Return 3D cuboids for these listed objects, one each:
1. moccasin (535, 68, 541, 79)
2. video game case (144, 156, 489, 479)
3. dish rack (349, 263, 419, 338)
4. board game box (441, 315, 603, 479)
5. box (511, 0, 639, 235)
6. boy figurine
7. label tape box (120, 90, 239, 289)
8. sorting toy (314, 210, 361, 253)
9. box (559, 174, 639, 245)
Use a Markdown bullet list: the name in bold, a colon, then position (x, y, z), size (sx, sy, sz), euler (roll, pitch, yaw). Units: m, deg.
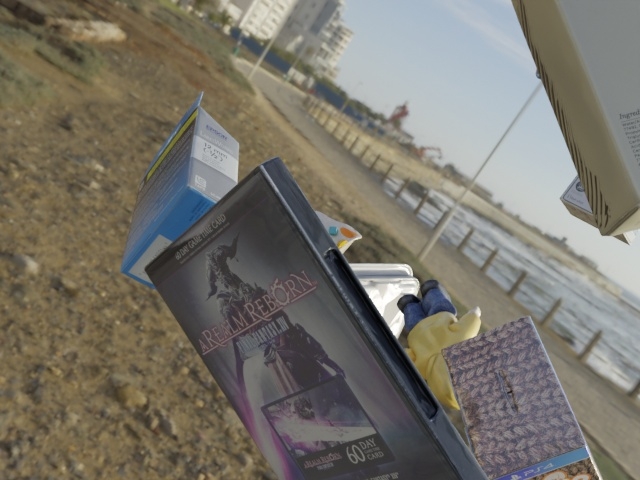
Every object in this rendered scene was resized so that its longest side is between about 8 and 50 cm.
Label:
- **moccasin**: position (0.471, -0.407, 1.308), size (0.137, 0.342, 0.117), euler (14, -36, 20)
- **video game case**: position (-0.014, 0.098, 0.568), size (0.026, 0.196, 0.274), euler (-33, 90, -43)
- **dish rack**: position (0.080, 0.209, 1.609), size (0.285, 0.333, 0.072), euler (3, 25, -44)
- **board game box**: position (0.314, 0.301, 1.106), size (0.291, 0.141, 0.232), euler (57, 15, -37)
- **box**: position (0.280, -0.152, 0.708), size (0.094, 0.113, 0.275), euler (88, -11, -71)
- **boy figurine**: position (0.221, 0.185, 1.369), size (0.092, 0.177, 0.285), euler (47, 15, -28)
- **label tape box**: position (-0.271, -0.103, 1.505), size (0.115, 0.249, 0.348), euler (30, 31, -24)
- **sorting toy**: position (0.000, 0.000, 1.051), size (0.075, 0.083, 0.045), euler (45, 14, 22)
- **box**: position (0.684, -0.155, 1.647), size (0.169, 0.290, 0.087), euler (36, 0, 43)
